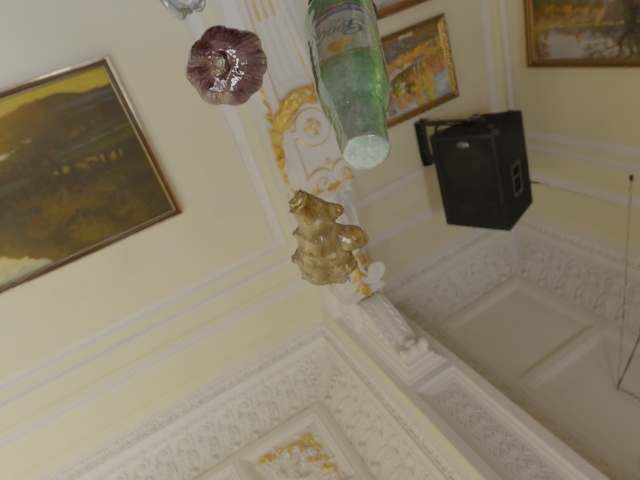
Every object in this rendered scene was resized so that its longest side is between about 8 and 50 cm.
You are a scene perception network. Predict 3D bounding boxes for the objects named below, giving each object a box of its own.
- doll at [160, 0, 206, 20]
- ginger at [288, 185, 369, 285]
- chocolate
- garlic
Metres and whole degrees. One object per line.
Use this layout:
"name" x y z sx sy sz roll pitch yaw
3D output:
"doll" -0.346 -0.506 0.737 0.188 0.384 0.099 -52 -176 22
"ginger" 0.025 0.003 1.339 0.236 0.375 0.166 8 -121 7
"chocolate" 0.037 -0.206 0.552 0.110 0.110 0.291 -13 -127 10
"garlic" -0.180 -0.329 0.844 0.159 0.147 0.102 -19 -156 7
